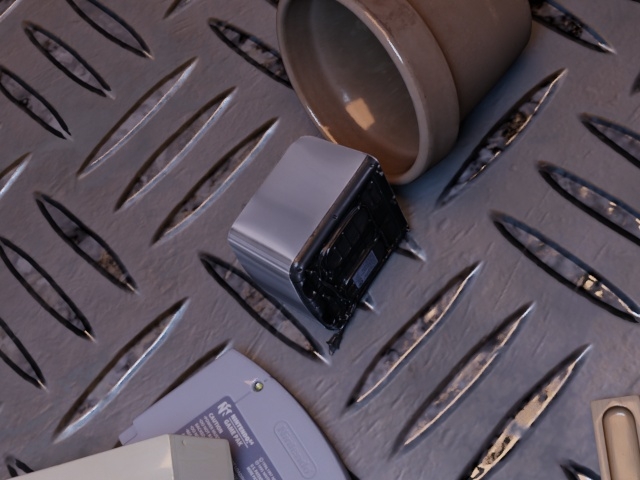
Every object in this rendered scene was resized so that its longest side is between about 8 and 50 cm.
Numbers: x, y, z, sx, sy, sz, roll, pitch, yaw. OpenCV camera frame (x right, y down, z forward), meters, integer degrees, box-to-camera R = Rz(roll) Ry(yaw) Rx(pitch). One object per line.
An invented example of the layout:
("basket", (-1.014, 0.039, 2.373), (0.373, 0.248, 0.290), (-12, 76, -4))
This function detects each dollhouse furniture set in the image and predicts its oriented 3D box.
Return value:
("dollhouse furniture set", (0.338, 0.174, 1.082), (0.151, 0.123, 0.144), (-9, 62, 14))

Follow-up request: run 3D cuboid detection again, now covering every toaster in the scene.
("toaster", (0.000, 0.000, 1.257), (0.110, 0.168, 0.185), (26, 74, 30))

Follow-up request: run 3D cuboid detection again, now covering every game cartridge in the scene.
("game cartridge", (-0.073, 0.268, 1.213), (0.196, 0.060, 0.294), (-38, 60, 2))

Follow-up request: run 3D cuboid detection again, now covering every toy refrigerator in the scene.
("toy refrigerator", (-0.227, 0.271, 1.183), (0.270, 0.102, 0.094), (-21, 68, 28))

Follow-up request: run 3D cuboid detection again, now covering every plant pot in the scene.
("plant pot", (0.113, -0.231, 1.303), (0.229, 0.263, 0.263), (-36, 58, -21))
